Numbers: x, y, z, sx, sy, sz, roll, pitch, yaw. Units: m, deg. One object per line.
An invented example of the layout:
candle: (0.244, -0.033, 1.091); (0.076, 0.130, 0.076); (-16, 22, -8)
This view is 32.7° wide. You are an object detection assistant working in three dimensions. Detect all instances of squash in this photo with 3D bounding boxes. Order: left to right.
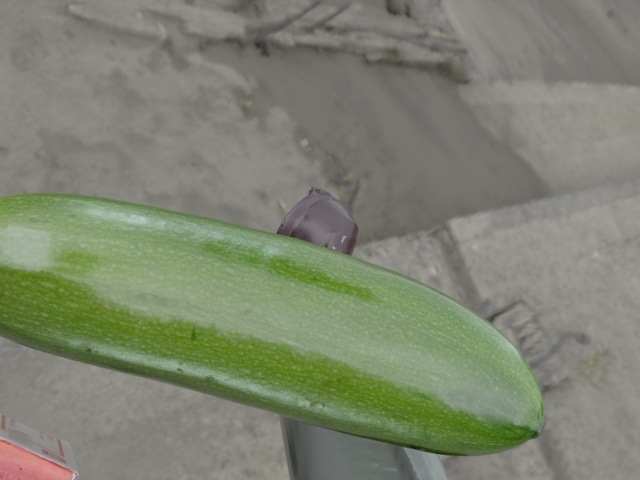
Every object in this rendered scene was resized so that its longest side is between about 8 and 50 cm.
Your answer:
squash: (-0.058, 0.042, 0.646); (0.394, 0.107, 0.107); (14, 43, 0)

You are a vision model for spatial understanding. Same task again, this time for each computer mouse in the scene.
computer mouse: (0.020, 0.183, 0.892); (0.095, 0.197, 0.331); (-7, 53, -26)

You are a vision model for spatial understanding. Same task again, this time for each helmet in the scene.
helmet: (0.000, 0.000, 1.145); (0.070, 0.098, 0.123); (30, 7, 7)

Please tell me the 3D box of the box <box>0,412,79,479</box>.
box: (-0.371, 0.265, 1.354); (0.123, 0.229, 0.050); (29, 82, -13)
